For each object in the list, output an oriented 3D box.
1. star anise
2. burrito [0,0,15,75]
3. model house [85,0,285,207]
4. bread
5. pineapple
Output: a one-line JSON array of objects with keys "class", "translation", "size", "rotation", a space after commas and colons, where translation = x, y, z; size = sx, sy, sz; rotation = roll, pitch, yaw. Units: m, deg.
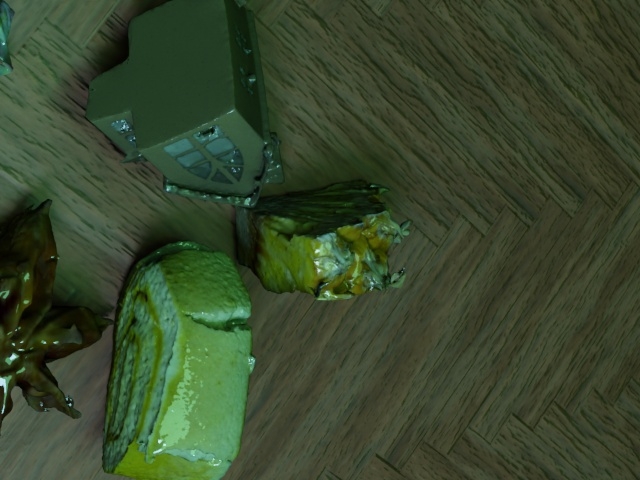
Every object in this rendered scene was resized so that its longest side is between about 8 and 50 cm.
[{"class": "star anise", "translation": [-0.345, 0.071, 1.130], "size": [0.346, 0.148, 0.237], "rotation": [6, 76, -28]}, {"class": "burrito", "translation": [-0.367, -0.125, 1.084], "size": [0.089, 0.144, 0.229], "rotation": [35, 75, -6]}, {"class": "model house", "translation": [-0.109, -0.109, 1.234], "size": [0.176, 0.181, 0.248], "rotation": [-19, 148, 16]}, {"class": "bread", "translation": [-0.141, 0.129, 1.229], "size": [0.124, 0.186, 0.257], "rotation": [9, 89, -27]}, {"class": "pineapple", "translation": [0.000, 0.000, 1.305], "size": [0.236, 0.186, 0.114], "rotation": [-25, 117, -71]}]
